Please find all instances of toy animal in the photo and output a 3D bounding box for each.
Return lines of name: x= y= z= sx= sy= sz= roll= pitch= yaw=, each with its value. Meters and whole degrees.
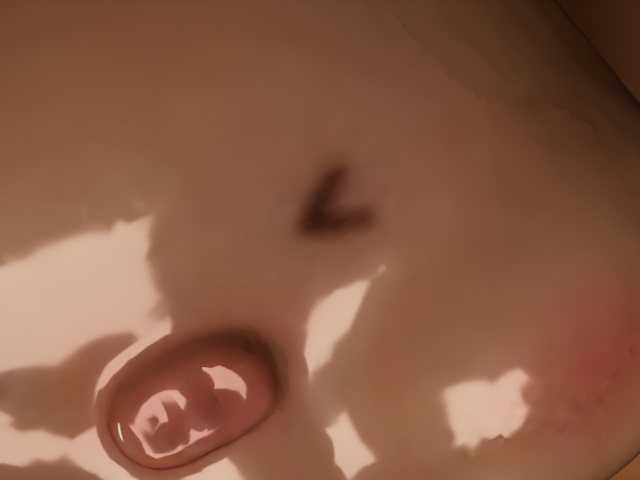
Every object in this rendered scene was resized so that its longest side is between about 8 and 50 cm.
toy animal: x=0.012 y=0.015 z=0.437 sx=0.345 sy=0.277 sz=0.247 roll=-20 pitch=148 yaw=-12
